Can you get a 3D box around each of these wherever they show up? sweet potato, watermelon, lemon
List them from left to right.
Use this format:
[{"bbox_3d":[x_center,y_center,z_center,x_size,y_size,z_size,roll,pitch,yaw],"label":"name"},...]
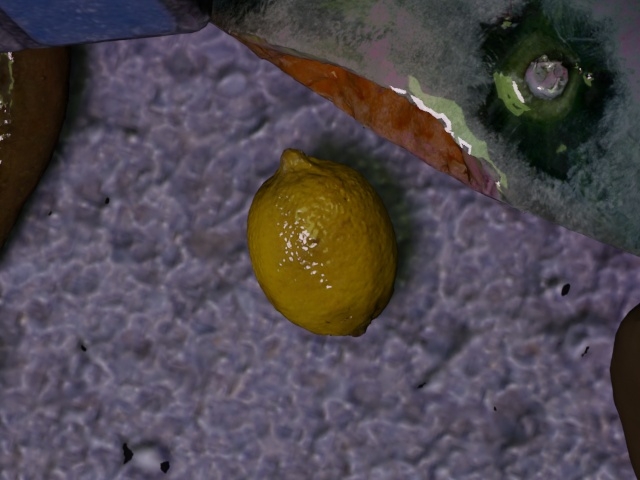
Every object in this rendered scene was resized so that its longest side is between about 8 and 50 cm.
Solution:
[{"bbox_3d":[-0.190,-0.113,0.930,0.112,0.085,0.285,9,107,34],"label":"sweet potato"},{"bbox_3d":[0.000,0.000,0.918,0.082,0.082,0.110,-18,99,5],"label":"lemon"},{"bbox_3d":[0.105,-0.118,0.850,0.322,0.175,0.188,23,97,-6],"label":"watermelon"}]

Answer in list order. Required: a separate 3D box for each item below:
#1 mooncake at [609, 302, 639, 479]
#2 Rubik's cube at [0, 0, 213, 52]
[{"bbox_3d":[0.306,0.152,0.773,0.201,0.378,0.378,-28,92,-6],"label":"mooncake"},{"bbox_3d":[-0.225,-0.269,0.739,0.305,0.301,0.303,-2,71,16],"label":"Rubik's cube"}]
